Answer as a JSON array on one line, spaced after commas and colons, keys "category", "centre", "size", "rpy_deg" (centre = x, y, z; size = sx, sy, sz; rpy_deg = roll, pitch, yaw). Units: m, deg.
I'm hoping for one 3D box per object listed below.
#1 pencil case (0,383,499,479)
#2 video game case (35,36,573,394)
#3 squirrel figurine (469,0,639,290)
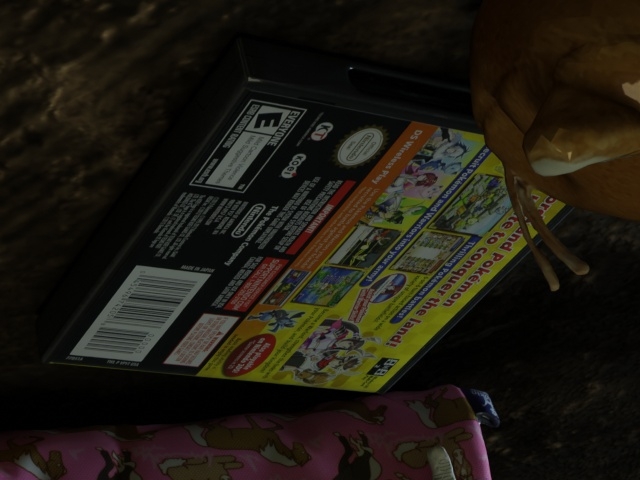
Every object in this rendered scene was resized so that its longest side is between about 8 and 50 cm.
[{"category": "pencil case", "centre": [-0.067, 0.185, 1.139], "size": [0.386, 0.160, 0.167], "rpy_deg": [-2, 138, -16]}, {"category": "video game case", "centre": [0.000, 0.000, 0.991], "size": [0.248, 0.035, 0.275], "rpy_deg": [8, 141, -31]}, {"category": "squirrel figurine", "centre": [0.270, -0.058, 0.769], "size": [0.370, 0.281, 0.397], "rpy_deg": [28, 160, -19]}]
